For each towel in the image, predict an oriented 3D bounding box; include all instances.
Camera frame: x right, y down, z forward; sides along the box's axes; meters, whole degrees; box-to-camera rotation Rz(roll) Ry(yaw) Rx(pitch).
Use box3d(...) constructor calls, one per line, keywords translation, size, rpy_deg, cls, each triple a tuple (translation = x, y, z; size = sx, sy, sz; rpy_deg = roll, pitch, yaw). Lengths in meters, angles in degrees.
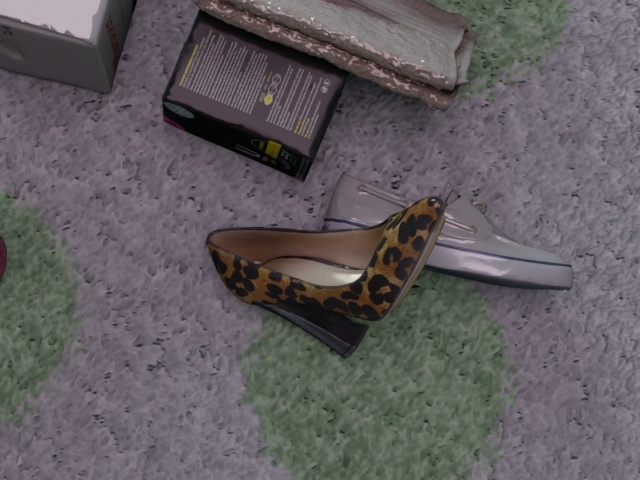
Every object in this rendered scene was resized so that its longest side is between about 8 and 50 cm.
box3d(translation=(0.020, -0.226, 1.661), size=(0.282, 0.187, 0.049), rpy_deg=(21, 118, -2), cls="towel")

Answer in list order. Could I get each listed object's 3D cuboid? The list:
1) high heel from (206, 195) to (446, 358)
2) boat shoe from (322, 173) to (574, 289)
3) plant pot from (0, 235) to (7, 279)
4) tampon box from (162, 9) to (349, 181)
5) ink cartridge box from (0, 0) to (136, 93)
box3d(translation=(0.000, 0.000, 1.594), size=(0.186, 0.261, 0.093), rpy_deg=(34, 48, -3), cls="high heel")
box3d(translation=(0.134, -0.009, 1.678), size=(0.258, 0.095, 0.084), rpy_deg=(13, 85, -4), cls="boat shoe")
box3d(translation=(-0.432, 0.009, 1.590), size=(0.201, 0.201, 0.180), rpy_deg=(-44, 72, -9), cls="plant pot")
box3d(translation=(-0.067, -0.143, 1.666), size=(0.161, 0.120, 0.101), rpy_deg=(22, 81, -1), cls="tampon box")
box3d(translation=(-0.228, -0.320, 1.626), size=(0.131, 0.226, 0.306), rpy_deg=(14, 82, -1), cls="ink cartridge box")
